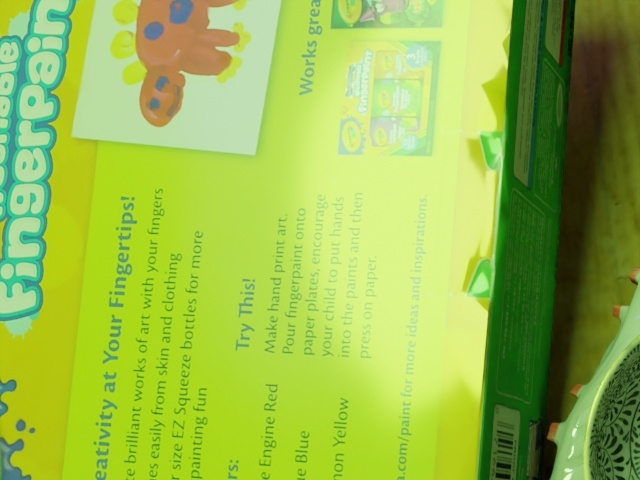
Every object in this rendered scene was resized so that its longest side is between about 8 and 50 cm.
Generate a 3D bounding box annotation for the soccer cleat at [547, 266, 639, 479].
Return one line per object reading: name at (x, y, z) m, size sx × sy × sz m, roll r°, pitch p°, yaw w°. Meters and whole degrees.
soccer cleat at (0.192, 0.099, 0.968) m, size 0.076 × 0.068 × 0.196 m, roll 16°, pitch 66°, yaw 30°

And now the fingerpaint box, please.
fingerpaint box at (-0.049, -0.007, 0.992) m, size 0.371 × 0.163 × 0.444 m, roll 1°, pitch 81°, yaw 21°

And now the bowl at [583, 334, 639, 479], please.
bowl at (0.215, 0.121, 0.901) m, size 0.170 × 0.170 × 0.080 m, roll -51°, pitch 4°, yaw -10°
